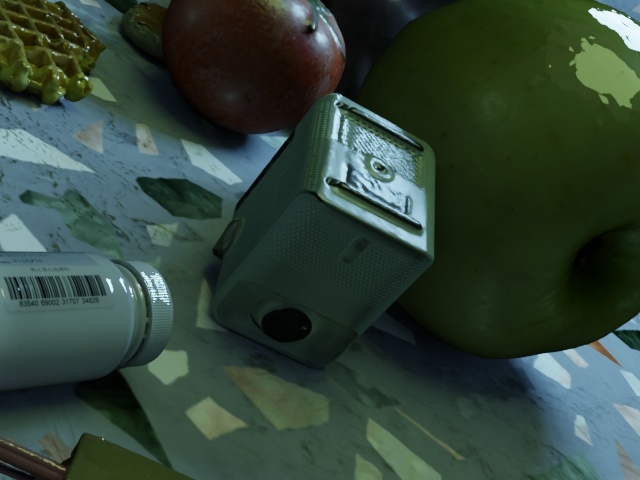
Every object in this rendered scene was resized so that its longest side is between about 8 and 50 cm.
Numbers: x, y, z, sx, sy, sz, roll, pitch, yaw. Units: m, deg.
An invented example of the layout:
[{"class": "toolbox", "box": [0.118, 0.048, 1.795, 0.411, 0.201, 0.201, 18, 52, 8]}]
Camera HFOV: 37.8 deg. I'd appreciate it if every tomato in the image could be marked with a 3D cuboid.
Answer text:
[{"class": "tomato", "box": [-0.103, -0.278, 1.339, 0.265, 0.265, 0.265, 29, 24, -14]}]

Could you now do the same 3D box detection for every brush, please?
[{"class": "brush", "box": [-0.181, 0.154, 0.566, 0.234, 0.103, 0.047, 28, 28, -12]}]

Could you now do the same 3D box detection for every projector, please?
[{"class": "projector", "box": [0.000, 0.000, 0.959, 0.163, 0.242, 0.177, 29, 40, -17]}]

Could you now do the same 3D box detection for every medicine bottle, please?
[{"class": "medicine bottle", "box": [-0.209, 0.059, 0.706, 0.187, 0.102, 0.103, 1, 40, -52]}]

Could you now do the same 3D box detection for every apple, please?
[{"class": "apple", "box": [0.239, -0.091, 1.170, 0.474, 0.473, 0.473, 29, 24, -14]}]

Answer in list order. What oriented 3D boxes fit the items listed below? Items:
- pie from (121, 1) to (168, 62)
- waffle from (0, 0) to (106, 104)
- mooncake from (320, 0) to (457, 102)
[{"class": "pie", "box": [-0.229, -0.321, 1.499, 0.195, 0.046, 0.195, 28, 22, -13]}, {"class": "waffle", "box": [-0.367, -0.258, 1.178, 0.249, 0.056, 0.253, 39, 22, 9]}, {"class": "mooncake", "box": [0.103, -0.361, 1.541, 0.351, 0.380, 0.212, 9, 11, -7]}]
